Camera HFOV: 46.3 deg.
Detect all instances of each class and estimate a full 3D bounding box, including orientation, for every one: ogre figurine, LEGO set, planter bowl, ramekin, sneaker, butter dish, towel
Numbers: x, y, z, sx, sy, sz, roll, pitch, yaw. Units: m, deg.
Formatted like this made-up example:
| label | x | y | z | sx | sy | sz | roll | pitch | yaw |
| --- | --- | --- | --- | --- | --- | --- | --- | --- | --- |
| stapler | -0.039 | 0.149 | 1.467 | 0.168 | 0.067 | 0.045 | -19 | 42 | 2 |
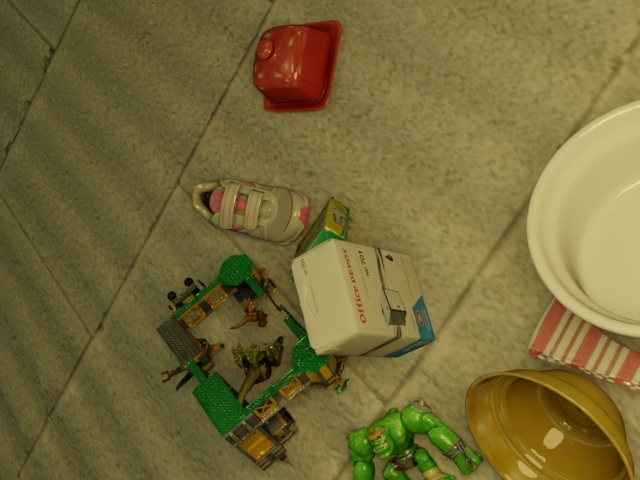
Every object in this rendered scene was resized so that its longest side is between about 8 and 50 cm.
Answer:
| label | x | y | z | sx | sy | sz | roll | pitch | yaw |
| --- | --- | --- | --- | --- | --- | --- | --- | --- | --- |
| ogre figurine | 0.111 | 0.297 | 1.035 | 0.197 | 0.096 | 0.118 | -38 | 76 | 46 |
| LEGO set | -0.102 | 0.202 | 1.211 | 0.331 | 0.192 | 0.255 | 34 | 74 | 36 |
| planter bowl | 0.284 | 0.219 | 0.875 | 0.217 | 0.090 | 0.217 | 33 | 142 | 31 |
| ramekin | 0.376 | -0.007 | 0.800 | 0.277 | 0.135 | 0.277 | -17 | 55 | 27 |
| sneaker | -0.130 | -0.052 | 1.289 | 0.252 | 0.111 | 0.103 | 5 | 85 | 40 |
| butter dish | -0.061 | -0.309 | 1.278 | 0.160 | 0.118 | 0.160 | 7 | 87 | 40 |
| towel | 0.357 | 0.104 | 0.868 | 0.197 | 0.029 | 0.144 | 16 | 61 | 41 |

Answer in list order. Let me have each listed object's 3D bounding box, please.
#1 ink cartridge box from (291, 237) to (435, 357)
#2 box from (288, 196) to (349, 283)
| label | x | y | z | sx | sy | sz | roll | pitch | yaw |
| --- | --- | --- | --- | --- | --- | --- | --- | --- | --- |
| ink cartridge box | 0.063 | 0.085 | 1.046 | 0.082 | 0.190 | 0.140 | -29 | 65 | 32 |
| box | 0.000 | 0.000 | 1.165 | 0.105 | 0.043 | 0.179 | -55 | 10 | 18 |
